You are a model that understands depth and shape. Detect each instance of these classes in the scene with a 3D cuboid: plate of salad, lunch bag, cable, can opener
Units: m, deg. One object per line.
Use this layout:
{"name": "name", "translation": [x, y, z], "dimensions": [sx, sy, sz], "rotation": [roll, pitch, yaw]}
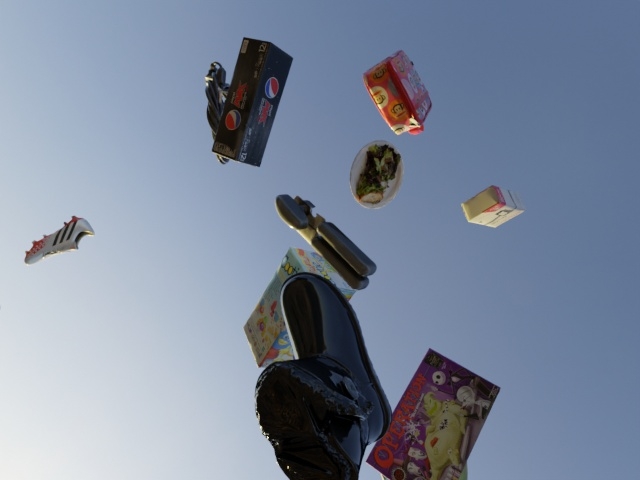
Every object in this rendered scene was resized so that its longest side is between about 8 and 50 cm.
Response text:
{"name": "plate of salad", "translation": [0.172, -0.187, 1.185], "dimensions": [0.048, 0.200, 0.199], "rotation": [27, -61, 55]}
{"name": "lunch bag", "translation": [0.261, -0.456, 1.308], "dimensions": [0.120, 0.293, 0.258], "rotation": [-23, -71, 32]}
{"name": "cable", "translation": [-0.175, -0.215, 0.747], "dimensions": [0.184, 0.047, 0.150], "rotation": [105, -22, -65]}
{"name": "can opener", "translation": [0.000, 0.000, 0.876], "dimensions": [0.280, 0.093, 0.074], "rotation": [43, -54, 30]}

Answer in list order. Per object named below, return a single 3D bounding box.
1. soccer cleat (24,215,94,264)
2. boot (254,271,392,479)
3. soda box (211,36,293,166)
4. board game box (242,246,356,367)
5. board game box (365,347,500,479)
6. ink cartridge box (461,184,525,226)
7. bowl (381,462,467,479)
{"name": "soccer cleat", "translation": [-0.320, 0.005, 0.504], "dimensions": [0.036, 0.083, 0.029], "rotation": [43, -25, 5]}
{"name": "boot", "translation": [-0.007, 0.134, 0.465], "dimensions": [0.094, 0.207, 0.246], "rotation": [-31, -109, 11]}
{"name": "soda box", "translation": [-0.099, -0.197, 0.596], "dimensions": [0.053, 0.060, 0.168], "rotation": [25, -79, 27]}
{"name": "board game box", "translation": [-0.060, 0.176, 1.040], "dimensions": [0.275, 0.142, 0.144], "rotation": [-58, -140, 22]}
{"name": "board game box", "translation": [0.295, 0.480, 1.065], "dimensions": [0.208, 0.346, 0.056], "rotation": [25, -24, 28]}
{"name": "ink cartridge box", "translation": [0.507, -0.097, 1.199], "dimensions": [0.109, 0.151, 0.063], "rotation": [-38, -125, 43]}
{"name": "bowl", "translation": [0.275, 0.632, 1.208], "dimensions": [0.311, 0.163, 0.310], "rotation": [-174, -90, -77]}
